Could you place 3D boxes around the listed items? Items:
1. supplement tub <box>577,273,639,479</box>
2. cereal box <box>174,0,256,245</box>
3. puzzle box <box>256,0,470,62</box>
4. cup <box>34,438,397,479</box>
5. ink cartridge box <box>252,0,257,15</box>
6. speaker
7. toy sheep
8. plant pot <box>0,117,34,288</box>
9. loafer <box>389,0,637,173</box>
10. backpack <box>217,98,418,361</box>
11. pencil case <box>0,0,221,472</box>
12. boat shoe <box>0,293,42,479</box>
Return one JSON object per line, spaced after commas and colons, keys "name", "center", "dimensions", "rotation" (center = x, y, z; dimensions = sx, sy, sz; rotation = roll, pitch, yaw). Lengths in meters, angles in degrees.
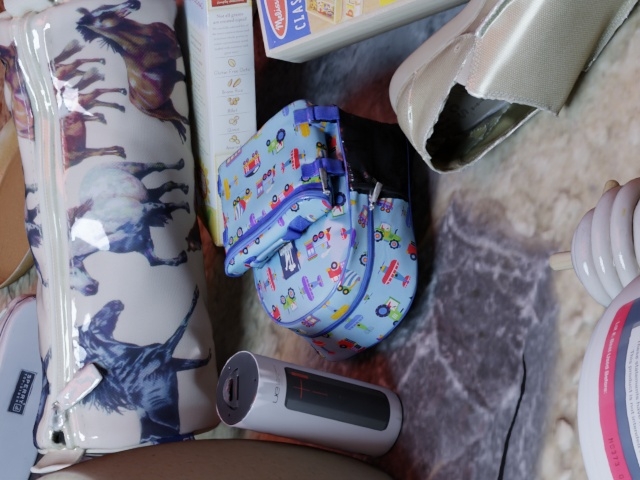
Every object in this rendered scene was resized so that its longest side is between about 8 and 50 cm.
{"name": "supplement tub", "center": [0.258, 0.060, 0.588], "dimensions": [0.272, 0.191, 0.191], "rotation": [-36, 47, 56]}
{"name": "cereal box", "center": [-0.098, -0.138, 1.226], "dimensions": [0.173, 0.047, 0.240], "rotation": [-126, 32, -58]}
{"name": "puzzle box", "center": [0.041, -0.371, 1.079], "dimensions": [0.272, 0.052, 0.409], "rotation": [-16, 80, 34]}
{"name": "cup", "center": [-0.105, 0.269, 0.941], "dimensions": [0.331, 0.237, 0.331], "rotation": [-24, 50, 33]}
{"name": "ink cartridge box", "center": [-0.154, -0.169, 1.424], "dimensions": [0.171, 0.056, 0.235], "rotation": [23, 92, 55]}
{"name": "speaker", "center": [-0.008, 0.121, 1.014], "dimensions": [0.055, 0.136, 0.055], "rotation": [-29, 52, 45]}
{"name": "toy sheep", "center": [0.196, 0.002, 0.832], "dimensions": [0.132, 0.091, 0.091], "rotation": [-17, 62, 44]}
{"name": "plant pot", "center": [-0.365, -0.049, 1.682], "dimensions": [0.236, 0.032, 0.236], "rotation": [-27, 54, 45]}
{"name": "loafer", "center": [0.147, -0.135, 0.956], "dimensions": [0.268, 0.102, 0.092], "rotation": [-47, 42, 46]}
{"name": "backpack", "center": [0.000, 0.000, 1.079], "dimensions": [0.158, 0.117, 0.173], "rotation": [-33, 53, 44]}
{"name": "pencil case", "center": [-0.183, -0.014, 1.176], "dimensions": [0.159, 0.183, 0.410], "rotation": [-4, 95, 19]}
{"name": "boat shoe", "center": [-0.355, 0.183, 1.511], "dimensions": [0.088, 0.096, 0.268], "rotation": [11, 83, 60]}
